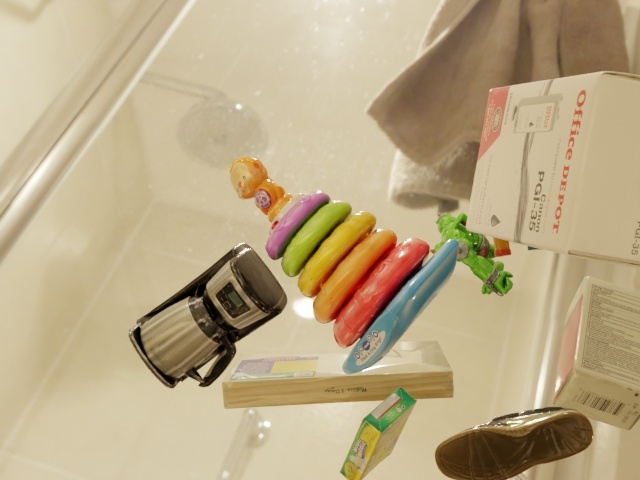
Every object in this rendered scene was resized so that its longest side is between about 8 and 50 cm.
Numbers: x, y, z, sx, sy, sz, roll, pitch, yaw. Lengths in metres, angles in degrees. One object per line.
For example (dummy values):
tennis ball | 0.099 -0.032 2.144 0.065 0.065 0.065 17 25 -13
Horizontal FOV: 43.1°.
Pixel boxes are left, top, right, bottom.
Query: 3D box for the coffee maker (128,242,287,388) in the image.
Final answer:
coffee maker | -0.145 0.087 1.070 0.178 0.171 0.120 -35 -63 11

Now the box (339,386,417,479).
box | 0.092 0.333 1.346 0.043 0.105 0.179 36 -47 24

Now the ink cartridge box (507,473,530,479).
ink cartridge box | 0.286 0.385 1.149 0.104 0.060 0.180 47 6 2

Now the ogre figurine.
ogre figurine | 0.257 0.013 1.392 0.118 0.197 0.097 35 -53 -20

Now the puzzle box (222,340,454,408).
puzzle box | 0.034 0.249 1.537 0.408 0.272 0.052 -3 -85 3

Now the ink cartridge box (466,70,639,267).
ink cartridge box | 0.301 -0.090 0.998 0.117 0.207 0.283 9 4 -13

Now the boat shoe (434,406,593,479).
boat shoe | 0.188 0.199 0.796 0.152 0.056 0.049 -13 -1 11

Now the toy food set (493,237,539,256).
toy food set | 0.331 -0.028 1.270 0.111 0.105 0.232 -7 -6 24

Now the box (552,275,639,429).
box | 0.529 0.205 1.495 0.148 0.232 0.127 18 -42 9

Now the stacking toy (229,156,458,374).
stacking toy | 0.000 0.000 0.991 0.302 0.165 0.175 41 -46 9
